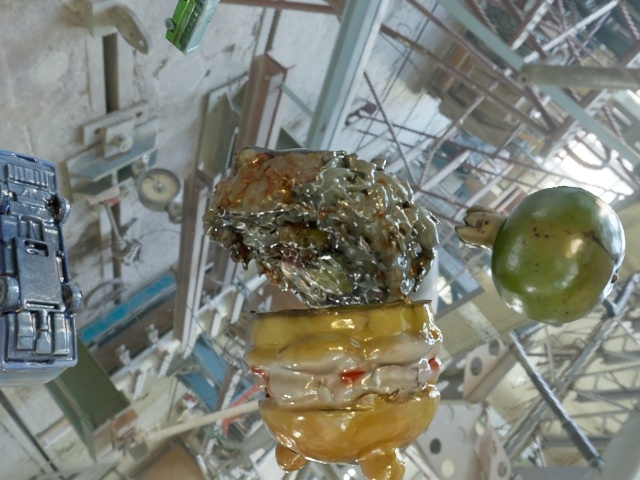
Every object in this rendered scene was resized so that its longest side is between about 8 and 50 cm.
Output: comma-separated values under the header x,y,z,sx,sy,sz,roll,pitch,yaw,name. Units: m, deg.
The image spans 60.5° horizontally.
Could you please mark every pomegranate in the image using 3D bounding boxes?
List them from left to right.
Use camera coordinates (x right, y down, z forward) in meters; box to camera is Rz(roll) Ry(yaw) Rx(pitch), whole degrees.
x,y,z,sx,sy,sz,roll,pitch,yaw,name
0.287,0.023,0.731,0.210,0.179,0.179,-9,-171,31,pomegranate

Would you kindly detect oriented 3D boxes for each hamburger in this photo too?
x,y,z,sx,sy,sz,roll,pitch,yaw,name
0.039,0.197,0.757,0.276,0.237,0.276,-4,173,-1,hamburger

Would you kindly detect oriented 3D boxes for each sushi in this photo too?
x,y,z,sx,sy,sz,roll,pitch,yaw,name
0.004,0.002,0.989,0.176,0.417,0.417,-63,-179,-32,sushi

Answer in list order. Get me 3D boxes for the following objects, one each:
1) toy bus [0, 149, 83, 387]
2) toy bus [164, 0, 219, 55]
x,y,z,sx,sy,sz,roll,pitch,yaw,name
-0.304,0.025,0.550,0.094,0.236,0.079,-33,152,26,toy bus
-0.136,-0.240,0.582,0.083,0.037,0.031,-43,-177,46,toy bus
